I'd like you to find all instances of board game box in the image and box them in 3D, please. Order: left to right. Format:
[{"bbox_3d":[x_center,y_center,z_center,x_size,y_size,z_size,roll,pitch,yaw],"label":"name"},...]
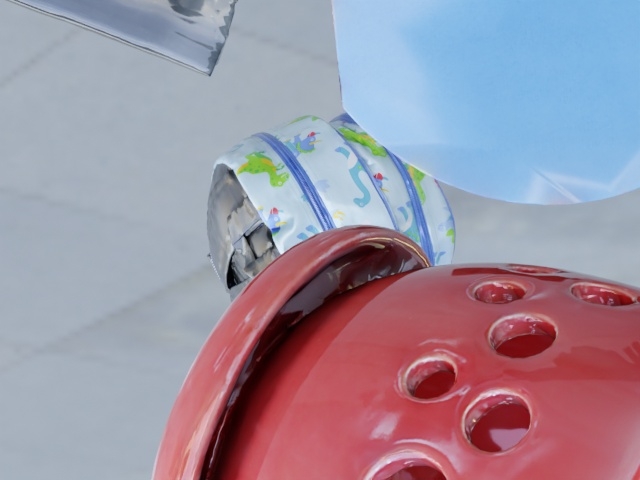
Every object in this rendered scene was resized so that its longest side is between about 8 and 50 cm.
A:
[{"bbox_3d":[0.061,-0.094,0.606,0.133,0.169,0.033,-6,179,-15],"label":"board game box"}]

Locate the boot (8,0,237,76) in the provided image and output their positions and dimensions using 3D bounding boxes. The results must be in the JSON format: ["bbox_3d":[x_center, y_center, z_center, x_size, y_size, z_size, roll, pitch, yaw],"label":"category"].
[{"bbox_3d":[-0.296,-0.233,1.793,0.445,0.367,0.146,17,171,-13],"label":"boot"}]

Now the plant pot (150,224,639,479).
[{"bbox_3d":[0.046,0.096,0.669,0.174,0.191,0.191,18,169,28],"label":"plant pot"}]

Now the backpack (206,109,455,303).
[{"bbox_3d":[0.000,0.000,1.995,0.273,0.290,0.355,-24,167,6],"label":"backpack"}]
